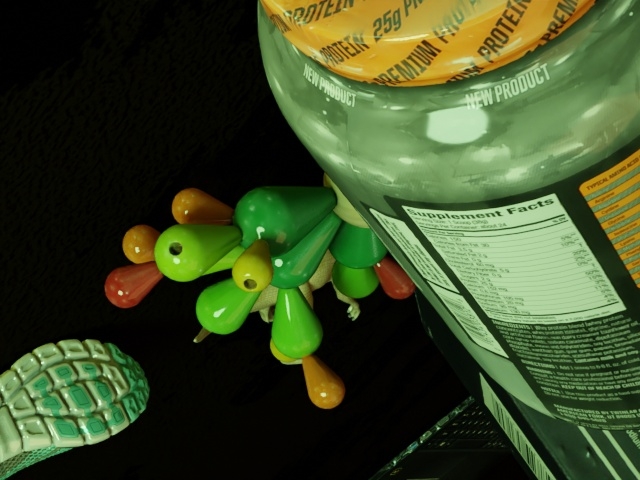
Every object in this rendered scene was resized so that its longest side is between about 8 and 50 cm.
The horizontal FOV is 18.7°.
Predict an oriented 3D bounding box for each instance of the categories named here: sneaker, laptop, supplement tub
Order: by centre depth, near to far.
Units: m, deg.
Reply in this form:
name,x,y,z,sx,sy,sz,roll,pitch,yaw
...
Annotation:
name,x,y,z,sx,sy,sz,roll,pitch,yaw
supplement tub,0.104,-0.066,0.858,0.207,0.207,0.338,-35,143,3
sneaker,-0.178,0.105,1.098,0.166,0.065,0.076,-18,170,-29
laptop,0.212,0.192,1.722,0.264,0.137,0.234,-41,157,18

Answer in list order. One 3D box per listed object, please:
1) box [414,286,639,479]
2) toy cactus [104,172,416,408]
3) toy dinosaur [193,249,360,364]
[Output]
name,x,y,z,sx,sy,sz,roll,pitch,yaw
box,0.262,0.068,1.306,0.294,0.296,0.183,-32,158,-5
toy cactus,0.000,0.000,1.038,0.180,0.112,0.219,-41,148,21
toy dinosaur,-0.019,0.027,1.176,0.183,0.053,0.093,-31,145,-28
